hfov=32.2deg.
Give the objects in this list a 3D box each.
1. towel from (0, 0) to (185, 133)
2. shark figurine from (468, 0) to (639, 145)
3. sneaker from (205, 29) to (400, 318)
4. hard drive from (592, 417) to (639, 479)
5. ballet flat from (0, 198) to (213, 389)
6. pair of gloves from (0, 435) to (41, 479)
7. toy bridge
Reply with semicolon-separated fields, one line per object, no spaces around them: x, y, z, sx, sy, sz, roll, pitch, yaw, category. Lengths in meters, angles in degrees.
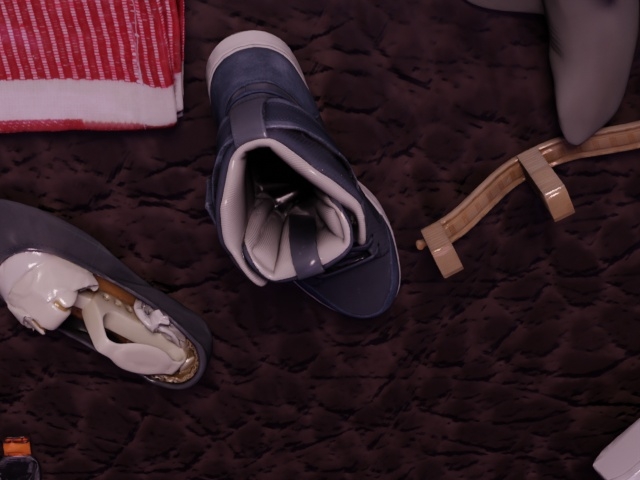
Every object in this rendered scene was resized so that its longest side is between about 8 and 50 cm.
-0.195;-0.203;0.595;0.237;0.037;0.329;-2;123;-6;towel
0.116;-0.170;0.619;0.278;0.116;0.166;30;112;-26;shark figurine
-0.002;0.000;0.681;0.086;0.163;0.226;-27;124;7;sneaker
0.401;0.225;0.897;0.233;0.047;0.353;-41;114;-2;hard drive
-0.155;0.042;0.738;0.203;0.074;0.074;35;112;-26;ballet flat
-0.257;0.181;0.848;0.083;0.010;0.074;-5;122;-9;pair of gloves
0.148;-0.038;0.735;0.188;0.063;0.026;-26;123;6;toy bridge
